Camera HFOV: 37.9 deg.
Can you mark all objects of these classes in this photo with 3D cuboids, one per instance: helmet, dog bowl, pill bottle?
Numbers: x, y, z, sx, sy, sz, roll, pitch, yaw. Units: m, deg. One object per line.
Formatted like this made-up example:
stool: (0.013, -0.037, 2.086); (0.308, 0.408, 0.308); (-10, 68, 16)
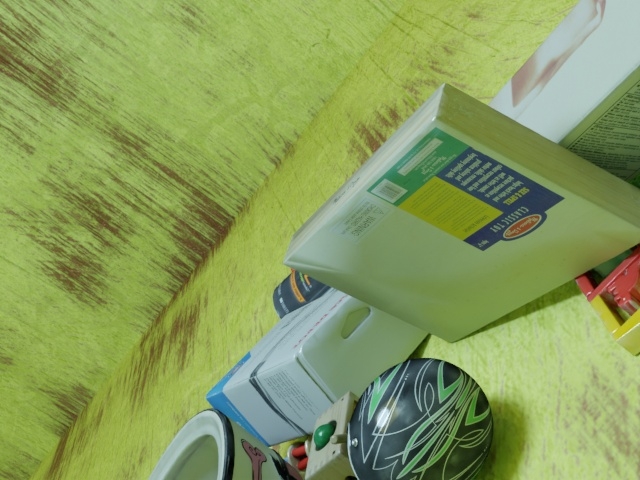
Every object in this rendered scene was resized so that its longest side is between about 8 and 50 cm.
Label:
helmet: (0.111, 0.214, 1.039); (0.169, 0.169, 0.161); (-54, -2, -3)
dog bowl: (-0.159, 0.444, 1.256); (0.408, 0.150, 0.408); (-53, 21, 31)
pill bottle: (0.035, 0.062, 1.672); (0.245, 0.130, 0.130); (-45, 17, 29)

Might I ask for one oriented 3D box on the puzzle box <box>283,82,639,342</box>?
puzzle box: (0.154, -0.007, 1.107); (0.409, 0.272, 0.052); (-42, 25, 57)

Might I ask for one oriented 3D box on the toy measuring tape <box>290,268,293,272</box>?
toy measuring tape: (0.000, 0.000, 1.948); (0.121, 0.121, 0.330); (-45, 17, 30)

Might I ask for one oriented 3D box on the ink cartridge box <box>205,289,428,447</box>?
ink cartridge box: (-0.007, 0.186, 1.427); (0.223, 0.129, 0.307); (-43, 6, -35)

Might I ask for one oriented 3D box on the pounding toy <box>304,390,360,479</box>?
pounding toy: (0.046, 0.262, 1.162); (0.100, 0.141, 0.130); (-44, 18, 30)

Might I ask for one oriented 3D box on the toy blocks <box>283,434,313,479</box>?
toy blocks: (-0.023, 0.341, 1.365); (0.148, 0.054, 0.123); (-39, 20, 44)

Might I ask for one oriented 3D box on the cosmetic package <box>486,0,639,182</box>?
cosmetic package: (0.315, -0.162, 1.011); (0.296, 0.153, 0.129); (131, 138, -52)

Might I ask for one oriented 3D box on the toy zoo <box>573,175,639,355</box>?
toy zoo: (0.363, 0.003, 1.003); (0.192, 0.030, 0.293); (-49, 15, 17)
